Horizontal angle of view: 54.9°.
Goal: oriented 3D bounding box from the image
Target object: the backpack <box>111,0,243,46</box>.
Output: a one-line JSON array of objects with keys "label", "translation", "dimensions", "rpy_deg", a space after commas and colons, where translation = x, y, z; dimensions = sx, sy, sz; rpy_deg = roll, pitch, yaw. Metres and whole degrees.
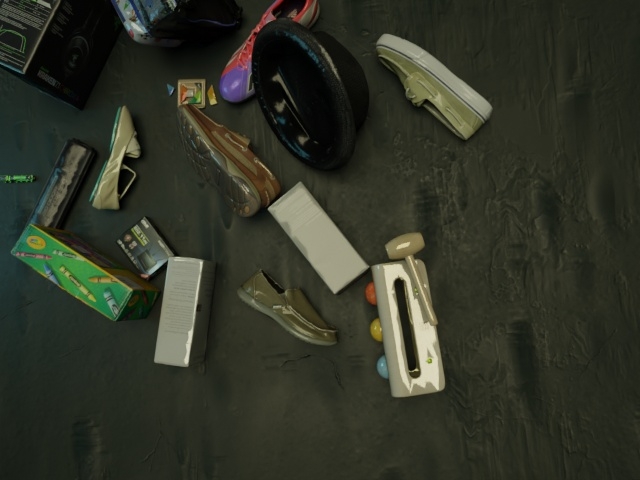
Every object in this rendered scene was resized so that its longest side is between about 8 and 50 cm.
[{"label": "backpack", "translation": [-0.339, -0.567, 1.358], "dimensions": [0.213, 0.276, 0.263], "rpy_deg": [-19, 95, 21]}]

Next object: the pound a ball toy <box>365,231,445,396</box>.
[{"label": "pound a ball toy", "translation": [0.164, 0.155, 1.267], "dimensions": [0.135, 0.208, 0.319], "rpy_deg": [-10, 85, 4]}]

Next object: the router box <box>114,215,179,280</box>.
[{"label": "router box", "translation": [-0.400, 0.019, 1.421], "dimensions": [0.092, 0.038, 0.122], "rpy_deg": [-40, 82, 0]}]

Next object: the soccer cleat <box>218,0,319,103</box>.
[{"label": "soccer cleat", "translation": [-0.126, -0.452, 1.397], "dimensions": [0.108, 0.116, 0.318], "rpy_deg": [42, 90, 8]}]

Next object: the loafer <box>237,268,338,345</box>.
[{"label": "loafer", "translation": [-0.063, 0.146, 1.347], "dimensions": [0.251, 0.094, 0.087], "rpy_deg": [30, 93, 8]}]

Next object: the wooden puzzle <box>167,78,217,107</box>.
[{"label": "wooden puzzle", "translation": [-0.305, -0.348, 1.457], "dimensions": [0.116, 0.014, 0.079], "rpy_deg": [-7, 84, 5]}]

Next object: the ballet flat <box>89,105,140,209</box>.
[{"label": "ballet flat", "translation": [-0.463, -0.186, 1.434], "dimensions": [0.086, 0.086, 0.249], "rpy_deg": [17, 88, 7]}]

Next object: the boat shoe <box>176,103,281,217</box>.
[{"label": "boat shoe", "translation": [-0.211, -0.190, 1.395], "dimensions": [0.116, 0.123, 0.324], "rpy_deg": [-29, 71, -31]}]

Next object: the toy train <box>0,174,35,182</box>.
[{"label": "toy train", "translation": [-0.728, -0.149, 1.476], "dimensions": [0.083, 0.024, 0.017], "rpy_deg": [-1, 85, 6]}]

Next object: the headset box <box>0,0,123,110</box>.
[{"label": "headset box", "translation": [-0.584, -0.476, 1.381], "dimensions": [0.131, 0.246, 0.283], "rpy_deg": [25, 87, 8]}]

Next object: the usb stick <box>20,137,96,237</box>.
[{"label": "usb stick", "translation": [-0.618, -0.108, 1.452], "dimensions": [0.077, 0.045, 0.278], "rpy_deg": [25, 87, 0]}]

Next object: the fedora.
[{"label": "fedora", "translation": [-0.002, -0.325, 1.329], "dimensions": [0.152, 0.334, 0.334], "rpy_deg": [-34, 81, -32]}]

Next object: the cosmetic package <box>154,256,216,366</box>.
[{"label": "cosmetic package", "translation": [-0.294, 0.155, 1.359], "dimensions": [0.085, 0.117, 0.231], "rpy_deg": [5, 86, 7]}]

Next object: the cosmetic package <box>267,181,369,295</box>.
[{"label": "cosmetic package", "translation": [0.000, 0.000, 1.340], "dimensions": [0.107, 0.127, 0.238], "rpy_deg": [-41, 84, 0]}]

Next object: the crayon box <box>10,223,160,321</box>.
[{"label": "crayon box", "translation": [-0.512, 0.072, 1.363], "dimensions": [0.278, 0.165, 0.081], "rpy_deg": [31, 88, 8]}]

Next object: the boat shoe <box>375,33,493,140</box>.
[{"label": "boat shoe", "translation": [0.236, -0.339, 1.358], "dimensions": [0.302, 0.109, 0.094], "rpy_deg": [37, 91, 5]}]
